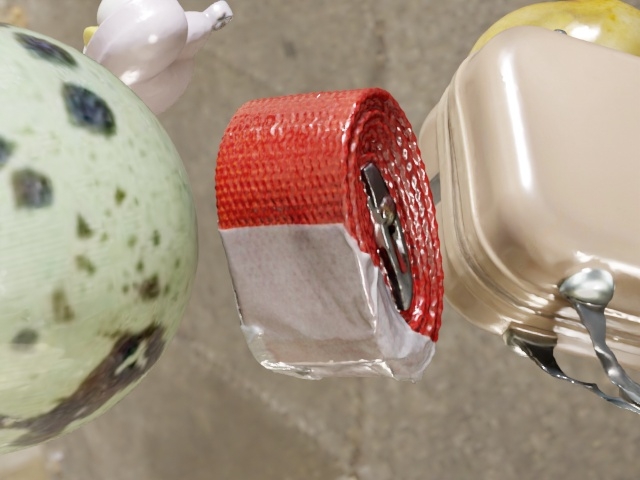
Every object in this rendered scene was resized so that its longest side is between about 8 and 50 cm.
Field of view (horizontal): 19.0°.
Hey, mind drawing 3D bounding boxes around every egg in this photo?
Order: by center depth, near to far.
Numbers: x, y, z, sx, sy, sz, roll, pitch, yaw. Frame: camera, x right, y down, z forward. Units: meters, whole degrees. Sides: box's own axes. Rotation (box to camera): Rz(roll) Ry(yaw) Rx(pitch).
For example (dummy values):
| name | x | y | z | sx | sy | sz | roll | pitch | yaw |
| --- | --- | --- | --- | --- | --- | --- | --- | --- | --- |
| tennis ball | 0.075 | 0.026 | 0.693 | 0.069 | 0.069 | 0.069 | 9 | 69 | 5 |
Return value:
| name | x | y | z | sx | sy | sz | roll | pitch | yaw |
| --- | --- | --- | --- | --- | --- | --- | --- | --- | --- |
| egg | -0.247 | -0.005 | 1.216 | 0.287 | 0.379 | 0.288 | -12 | 71 | 40 |

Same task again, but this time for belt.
| name | x | y | z | sx | sy | sz | roll | pitch | yaw |
| --- | --- | --- | --- | --- | --- | --- | --- | --- | --- |
| belt | 0.000 | 0.000 | 1.254 | 0.124 | 0.128 | 0.201 | -2 | 113 | 29 |

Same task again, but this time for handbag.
| name | x | y | z | sx | sy | sz | roll | pitch | yaw |
| --- | --- | --- | --- | --- | --- | --- | --- | --- | --- |
| handbag | 0.225 | 0.004 | 1.392 | 0.149 | 0.302 | 0.283 | -48 | 34 | 48 |

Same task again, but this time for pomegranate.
| name | x | y | z | sx | sy | sz | roll | pitch | yaw |
| --- | --- | --- | --- | --- | --- | --- | --- | --- | --- |
| pomegranate | 0.226 | -0.112 | 1.716 | 0.233 | 0.233 | 0.233 | 33 | 133 | 44 |

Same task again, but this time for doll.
| name | x | y | z | sx | sy | sz | roll | pitch | yaw |
| --- | --- | --- | --- | --- | --- | --- | --- | --- | --- |
| doll | -0.237 | -0.135 | 1.624 | 0.094 | 0.365 | 0.160 | 59 | 157 | 19 |
